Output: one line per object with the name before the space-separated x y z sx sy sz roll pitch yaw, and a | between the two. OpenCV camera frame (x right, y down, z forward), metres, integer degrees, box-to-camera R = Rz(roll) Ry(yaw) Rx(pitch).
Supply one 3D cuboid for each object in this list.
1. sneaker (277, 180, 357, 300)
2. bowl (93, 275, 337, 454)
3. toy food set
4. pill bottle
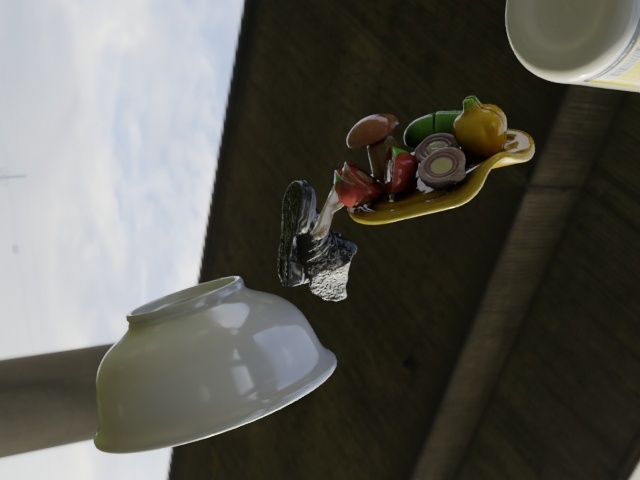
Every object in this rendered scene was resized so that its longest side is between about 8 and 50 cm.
sneaker | 0.001 0.002 0.987 0.051 0.089 0.170 -119 -150 -47
bowl | -0.139 0.126 1.010 0.297 0.297 0.134 -7 -79 61
toy food set | 0.075 -0.077 0.767 0.217 0.128 0.071 -14 -64 31
pill bottle | 0.228 -0.163 0.639 0.103 0.184 0.103 5 -83 46
